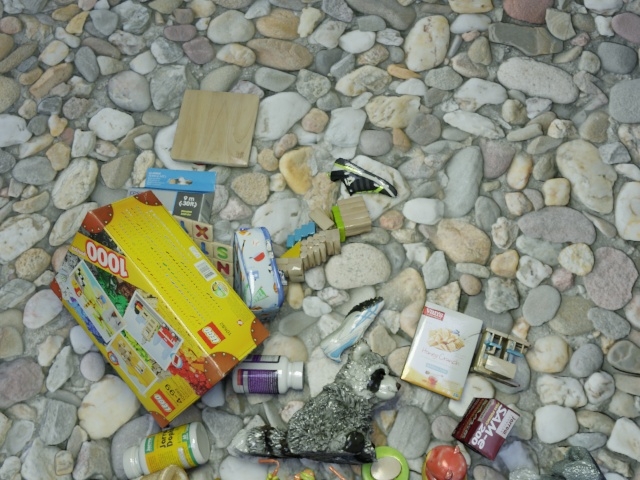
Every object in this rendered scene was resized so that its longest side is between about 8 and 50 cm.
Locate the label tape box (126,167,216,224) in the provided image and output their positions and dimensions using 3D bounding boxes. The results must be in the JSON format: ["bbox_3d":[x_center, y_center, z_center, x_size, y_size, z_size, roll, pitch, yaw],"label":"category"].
[{"bbox_3d":[-0.485,-0.084,1.577,0.250,0.115,0.347,5,75,5],"label":"label tape box"}]

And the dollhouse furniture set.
[{"bbox_3d":[0.505,0.314,1.352,0.129,0.183,0.129,20,75,9],"label":"dollhouse furniture set"}]

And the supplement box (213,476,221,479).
[{"bbox_3d":[-0.275,0.770,1.295,0.194,0.129,0.191,37,79,13],"label":"supplement box"}]

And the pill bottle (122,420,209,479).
[{"bbox_3d":[-0.423,0.582,1.368,0.209,0.117,0.117,-17,73,-1],"label":"pill bottle"}]

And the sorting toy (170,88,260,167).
[{"bbox_3d":[-0.340,-0.362,1.663,0.256,0.089,0.256,6,74,6],"label":"sorting toy"}]

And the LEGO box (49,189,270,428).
[{"bbox_3d":[-0.432,0.183,1.306,0.500,0.372,0.193,49,37,5],"label":"LEGO box"}]

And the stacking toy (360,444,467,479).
[{"bbox_3d":[0.228,0.645,1.247,0.280,0.130,0.308,11,50,11],"label":"stacking toy"}]

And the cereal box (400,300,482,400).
[{"bbox_3d":[0.348,0.315,1.434,0.173,0.047,0.240,19,75,9],"label":"cereal box"}]

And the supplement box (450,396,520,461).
[{"bbox_3d":[0.417,0.477,1.280,0.073,0.239,0.130,33,78,13],"label":"supplement box"}]

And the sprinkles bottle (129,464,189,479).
[{"bbox_3d":[-0.512,0.691,1.288,0.356,0.121,0.121,-24,72,15],"label":"sprinkles bottle"}]

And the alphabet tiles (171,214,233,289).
[{"bbox_3d":[-0.384,0.068,1.431,0.286,0.342,0.011,15,41,7],"label":"alphabet tiles"}]

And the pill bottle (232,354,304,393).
[{"bbox_3d":[-0.144,0.381,1.415,0.194,0.108,0.107,0,73,4],"label":"pill bottle"}]

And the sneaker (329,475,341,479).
[{"bbox_3d":[-0.031,0.680,1.340,0.191,0.071,0.082,-32,68,-6],"label":"sneaker"}]

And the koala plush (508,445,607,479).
[{"bbox_3d":[0.617,0.645,1.270,0.221,0.203,0.196,-32,85,16],"label":"koala plush"}]

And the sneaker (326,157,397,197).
[{"bbox_3d":[0.132,-0.179,1.596,0.235,0.084,0.097,29,101,13],"label":"sneaker"}]

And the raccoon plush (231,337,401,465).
[{"bbox_3d":[-0.012,0.423,1.341,0.447,0.216,0.298,2,58,5],"label":"raccoon plush"}]

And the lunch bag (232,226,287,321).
[{"bbox_3d":[-0.185,0.097,1.400,0.115,0.303,0.242,-9,70,-18],"label":"lunch bag"}]

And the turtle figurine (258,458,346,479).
[{"bbox_3d":[-0.066,0.676,1.270,0.270,0.087,0.217,6,54,23],"label":"turtle figurine"}]

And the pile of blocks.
[{"bbox_3d":[0.000,0.000,1.528,0.362,0.112,0.149,-34,61,-14],"label":"pile of blocks"}]

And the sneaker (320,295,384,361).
[{"bbox_3d":[0.104,0.256,1.459,0.237,0.085,0.086,-42,101,-12],"label":"sneaker"}]
